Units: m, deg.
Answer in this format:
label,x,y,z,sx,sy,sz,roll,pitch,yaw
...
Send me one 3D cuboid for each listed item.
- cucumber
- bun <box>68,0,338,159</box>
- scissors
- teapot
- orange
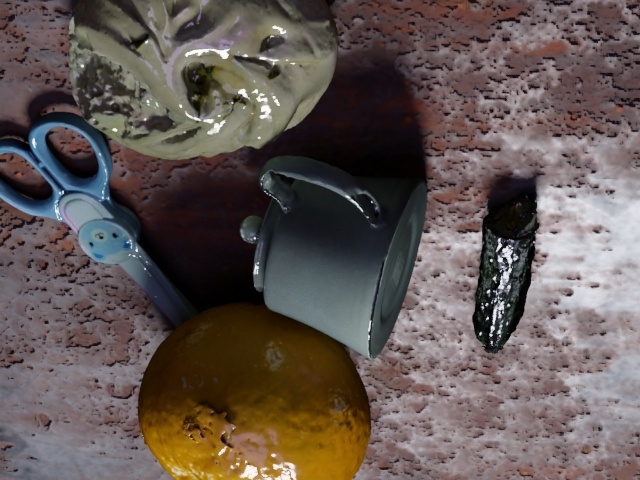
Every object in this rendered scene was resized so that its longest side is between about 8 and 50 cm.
label,x,y,z,sx,sy,sz,roll,pitch,yaw
cucumber,0.164,0.036,1.765,0.053,0.053,0.181,7,132,5
bun,-0.108,-0.148,1.615,0.237,0.116,0.210,-26,120,26
scissors,-0.196,-0.008,1.802,0.125,0.030,0.256,-24,120,29
teapot,0.000,0.000,1.702,0.149,0.162,0.239,17,154,12
orange,-0.059,0.156,1.801,0.219,0.219,0.193,27,85,-12
